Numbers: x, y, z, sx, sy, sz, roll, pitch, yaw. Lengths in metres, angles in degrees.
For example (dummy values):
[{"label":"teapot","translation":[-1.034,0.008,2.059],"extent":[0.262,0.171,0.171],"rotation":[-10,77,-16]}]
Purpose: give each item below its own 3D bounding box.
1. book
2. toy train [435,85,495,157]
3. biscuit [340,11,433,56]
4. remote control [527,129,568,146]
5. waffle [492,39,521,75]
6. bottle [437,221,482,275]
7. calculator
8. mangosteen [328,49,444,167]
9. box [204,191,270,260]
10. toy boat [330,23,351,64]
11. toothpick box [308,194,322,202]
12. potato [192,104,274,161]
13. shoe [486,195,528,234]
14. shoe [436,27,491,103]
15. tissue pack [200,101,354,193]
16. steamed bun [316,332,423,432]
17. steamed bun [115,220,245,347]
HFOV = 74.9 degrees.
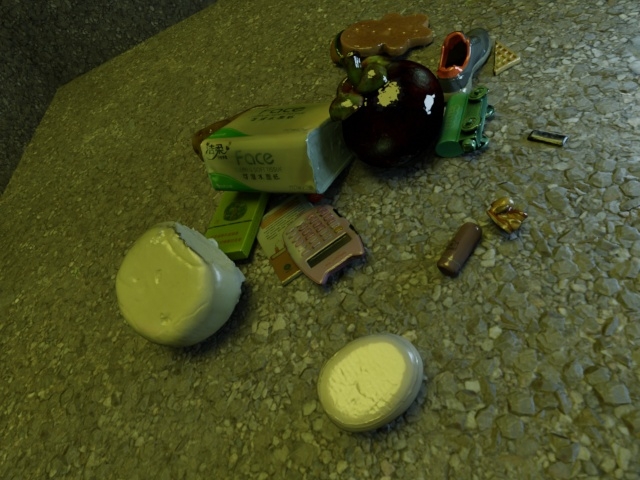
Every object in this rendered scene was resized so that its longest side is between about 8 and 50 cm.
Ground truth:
[{"label":"book","translation":[-0.087,-0.018,1.291],"extent":[0.208,0.020,0.295],"rotation":[-35,47,0]},{"label":"toy train","translation":[0.420,-0.348,1.231],"extent":[0.159,0.101,0.248],"rotation":[-7,51,40]},{"label":"biscuit","translation":[0.257,-0.805,1.650],"extent":[0.355,0.052,0.275],"rotation":[-8,54,7]},{"label":"remote control","translation":[0.611,-0.278,1.125],"extent":[0.096,0.014,0.039],"rotation":[28,72,38]},{"label":"waffle","translation":[0.581,-0.608,1.384],"extent":[0.097,0.023,0.152],"rotation":[-26,49,7]},{"label":"bottle","translation":[0.339,0.021,1.015],"extent":[0.053,0.053,0.140],"rotation":[25,71,39]},{"label":"calculator","translation":[0.001,0.001,1.195],"extent":[0.194,0.043,0.294],"rotation":[-36,44,-1]},{"label":"mangosteen","translation":[0.196,-0.371,1.212],"extent":[0.330,0.330,0.330],"rotation":[-14,51,18]},{"label":"box","translation":[-0.281,-0.075,1.400],"extent":[0.187,0.047,0.335],"rotation":[-9,48,26]},{"label":"toy boat","translation":[0.095,-0.803,1.742],"extent":[0.088,0.089,0.229],"rotation":[-16,55,43]},{"label":"toothpick box","translation":[-0.027,-0.162,1.351],"extent":[0.047,0.047,0.083],"rotation":[-30,48,5]},{"label":"potato","translation":[-0.316,-0.415,1.635],"extent":[0.369,0.176,0.195],"rotation":[-28,5,-4]},{"label":"shoe","translation":[0.452,-0.060,1.007],"extent":[0.069,0.072,0.109],"rotation":[-43,8,23]},{"label":"shoe","translation":[0.453,-0.615,1.356],"extent":[0.132,0.171,0.336],"rotation":[11,62,34]},{"label":"tissue pack","translation":[-0.124,-0.305,1.355],"extent":[0.405,0.205,0.332],"rotation":[6,36,28]},{"label":"steamed bun","translation":[0.108,0.295,0.877],"extent":[0.228,0.131,0.177],"rotation":[-36,57,-3]},{"label":"steamed bun","translation":[-0.392,0.133,1.186],"extent":[0.312,0.233,0.334],"rotation":[-44,69,8]}]
